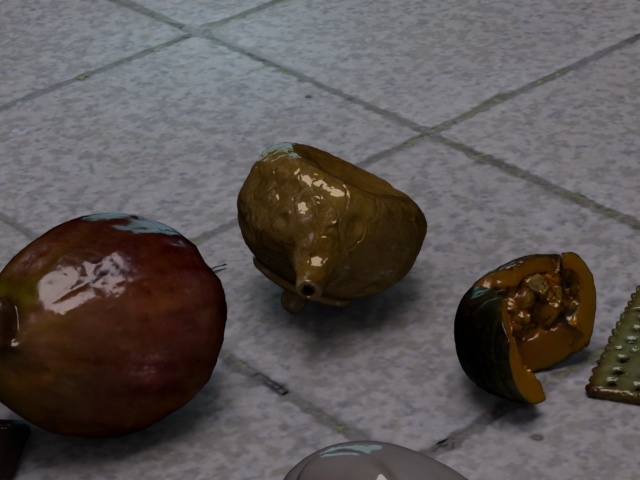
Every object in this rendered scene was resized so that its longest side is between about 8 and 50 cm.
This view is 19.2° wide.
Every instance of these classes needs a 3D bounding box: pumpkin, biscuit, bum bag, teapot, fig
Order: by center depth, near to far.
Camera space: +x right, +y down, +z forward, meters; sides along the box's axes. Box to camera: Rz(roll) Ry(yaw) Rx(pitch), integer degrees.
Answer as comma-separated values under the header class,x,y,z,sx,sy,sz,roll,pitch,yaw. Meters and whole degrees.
class,x,y,z,sx,sy,sz,roll,pitch,yaw
bum bag,-0.345,0.220,1.825,0.109,0.026,0.159,-1,24,6
fig,-0.224,0.084,1.864,0.263,0.224,0.224,-27,36,-28
pumpkin,0.193,0.086,1.888,0.107,0.119,0.183,-6,22,40
biscuit,0.360,0.111,1.919,0.144,0.016,0.203,9,33,24
teapot,0.000,0.000,2.044,0.203,0.167,0.311,24,11,-3

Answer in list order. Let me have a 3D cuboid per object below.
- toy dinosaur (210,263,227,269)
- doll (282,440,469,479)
class,x,y,z,sx,sy,sz,roll,pitch,yaw
toy dinosaur,-0.196,0.055,2.084,0.220,0.032,0.108,-10,25,-29
doll,0.028,0.281,1.501,0.251,0.221,0.221,-3,25,38
